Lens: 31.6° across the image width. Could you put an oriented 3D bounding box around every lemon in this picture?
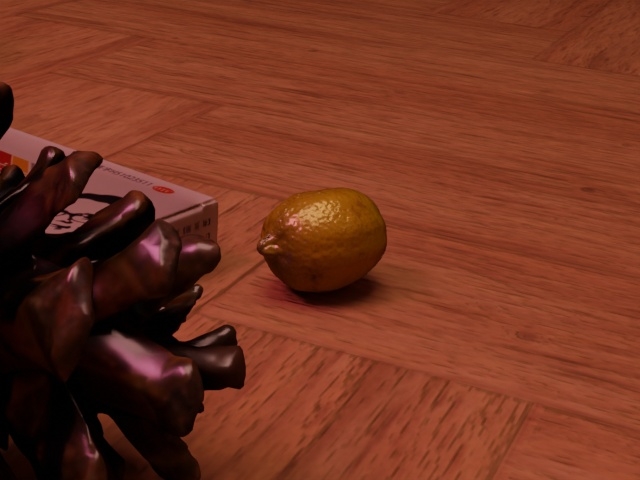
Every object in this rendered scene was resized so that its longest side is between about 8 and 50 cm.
[{"bbox_3d":[0.000,0.000,0.860,0.111,0.082,0.082,-18,30,-34],"label":"lemon"}]

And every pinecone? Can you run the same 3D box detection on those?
[{"bbox_3d":[-0.190,0.041,0.549,0.309,0.244,0.244,17,23,1],"label":"pinecone"}]

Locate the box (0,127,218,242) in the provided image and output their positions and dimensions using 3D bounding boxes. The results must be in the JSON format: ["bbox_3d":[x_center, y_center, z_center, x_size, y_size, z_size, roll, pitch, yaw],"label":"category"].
[{"bbox_3d":[-0.282,-0.028,0.904,0.353,0.069,0.214,21,28,32],"label":"box"}]
